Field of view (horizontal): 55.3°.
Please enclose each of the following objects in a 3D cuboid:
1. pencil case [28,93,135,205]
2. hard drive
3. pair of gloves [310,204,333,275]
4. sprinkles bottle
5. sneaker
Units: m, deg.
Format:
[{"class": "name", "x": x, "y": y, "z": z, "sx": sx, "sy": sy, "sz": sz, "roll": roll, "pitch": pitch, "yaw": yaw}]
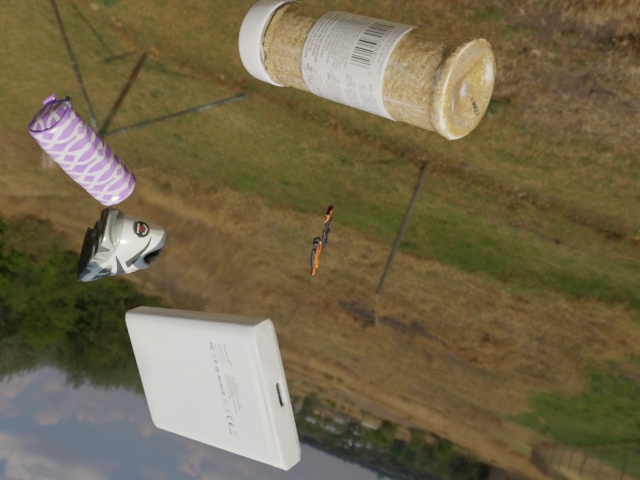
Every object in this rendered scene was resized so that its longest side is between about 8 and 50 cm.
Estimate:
[{"class": "pencil case", "x": -0.399, "y": -0.148, "z": 1.033, "sx": 0.088, "sy": 0.086, "sz": 0.206, "roll": 64, "pitch": -178, "yaw": 42}, {"class": "hard drive", "x": -0.191, "y": 0.233, "z": 1.023, "sx": 0.353, "sy": 0.233, "sz": 0.047, "roll": -2, "pitch": -166, "yaw": 42}, {"class": "pair of gloves", "x": 0.000, "y": 0.000, "z": 0.843, "sx": 0.010, "sy": 0.083, "sz": 0.074, "roll": 17, "pitch": 144, "yaw": 7}, {"class": "sprinkles bottle", "x": 0.047, "y": -0.235, "z": 0.805, "sx": 0.355, "sy": 0.121, "sz": 0.121, "roll": 27, "pitch": 170, "yaw": 36}, {"class": "sneaker", "x": -0.418, "y": 0.026, "z": 1.280, "sx": 0.146, "sy": 0.123, "sz": 0.330, "roll": 13, "pitch": 163, "yaw": -30}]
